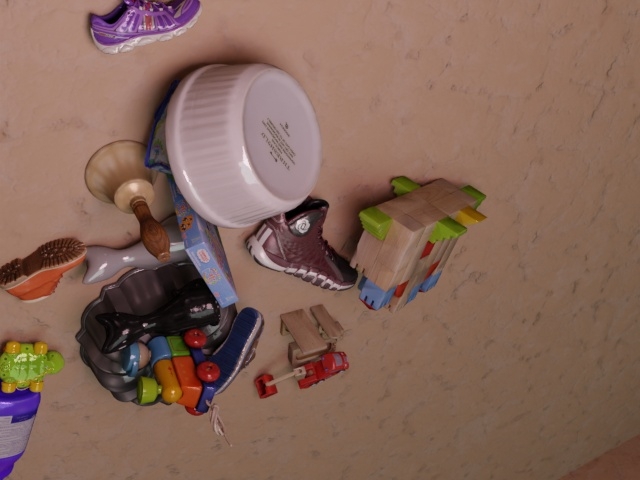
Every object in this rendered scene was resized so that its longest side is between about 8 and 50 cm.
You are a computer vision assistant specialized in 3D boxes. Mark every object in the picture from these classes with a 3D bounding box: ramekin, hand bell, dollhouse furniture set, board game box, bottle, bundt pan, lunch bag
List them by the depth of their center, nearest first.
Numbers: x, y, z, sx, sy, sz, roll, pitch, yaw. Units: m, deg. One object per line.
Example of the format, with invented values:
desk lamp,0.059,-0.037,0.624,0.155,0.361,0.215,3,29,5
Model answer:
ramekin,-0.106,-0.157,1.224,0.127,0.273,0.273,-6,150,34
hand bell,-0.286,-0.047,1.226,0.126,0.242,0.126,-17,133,-19
lunch bag,-0.207,-0.175,1.272,0.129,0.096,0.151,15,87,-46
board game box,-0.205,-0.010,1.329,0.039,0.211,0.160,-23,136,0
bottle,-0.624,0.380,1.478,0.118,0.092,0.283,1,125,-38
bundt pan,-0.300,0.202,1.516,0.330,0.124,0.331,-18,134,-20
dollhouse furniture set,-0.005,0.245,1.741,0.144,0.123,0.151,-13,132,-23

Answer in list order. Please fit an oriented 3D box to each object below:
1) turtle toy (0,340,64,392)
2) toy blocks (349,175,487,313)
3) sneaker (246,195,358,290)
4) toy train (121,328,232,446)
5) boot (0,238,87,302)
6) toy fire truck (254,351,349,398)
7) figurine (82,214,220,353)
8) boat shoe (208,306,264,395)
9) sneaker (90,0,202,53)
turtle toy,-0.537,0.229,1.423,0.130,0.066,0.095,7,92,-35
toy blocks,0.178,0.029,1.614,0.381,0.190,0.261,-23,142,-51
sneaker,0.000,0.000,1.554,0.281,0.106,0.162,17,112,-40
toy train,-0.252,0.262,1.331,0.143,0.248,0.105,4,124,-29
boot,-0.469,0.055,1.333,0.158,0.059,0.085,-24,139,-2
toy fire truck,-0.042,0.312,1.792,0.192,0.047,0.135,-30,157,28
figurine,-0.310,0.078,1.363,0.209,0.215,0.092,-16,161,-20
boat shoe,-0.159,0.221,1.489,0.183,0.066,0.066,-58,150,-6
sneaker,-0.256,-0.330,1.134,0.170,0.068,0.071,-23,129,-14
